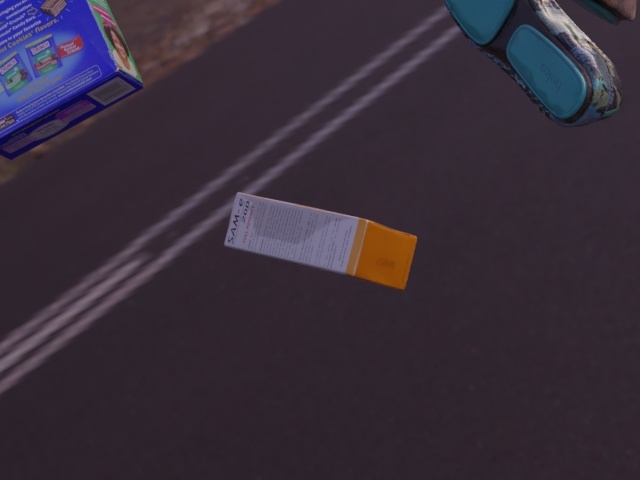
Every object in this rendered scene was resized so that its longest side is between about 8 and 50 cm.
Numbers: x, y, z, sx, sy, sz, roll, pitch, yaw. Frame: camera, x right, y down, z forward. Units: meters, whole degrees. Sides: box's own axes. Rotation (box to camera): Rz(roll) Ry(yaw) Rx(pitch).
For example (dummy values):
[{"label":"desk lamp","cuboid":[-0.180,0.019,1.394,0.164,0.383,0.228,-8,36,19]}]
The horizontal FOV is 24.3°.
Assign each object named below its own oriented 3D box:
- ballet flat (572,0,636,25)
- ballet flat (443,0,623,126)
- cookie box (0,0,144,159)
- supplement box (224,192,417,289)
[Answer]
[{"label":"ballet flat","cuboid":[0.215,-0.252,1.233,0.106,0.107,0.316,-56,-23,16]},{"label":"ballet flat","cuboid":[0.146,-0.148,1.042,0.070,0.070,0.188,-27,62,-7]},{"label":"cookie box","cuboid":[-0.163,-0.114,0.831,0.091,0.107,0.040,-27,-14,9]},{"label":"supplement box","cuboid":[0.000,0.000,0.903,0.098,0.036,0.062,13,-2,34]}]
